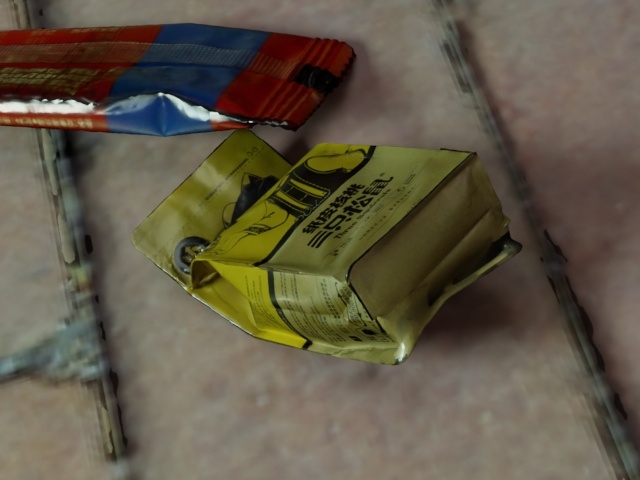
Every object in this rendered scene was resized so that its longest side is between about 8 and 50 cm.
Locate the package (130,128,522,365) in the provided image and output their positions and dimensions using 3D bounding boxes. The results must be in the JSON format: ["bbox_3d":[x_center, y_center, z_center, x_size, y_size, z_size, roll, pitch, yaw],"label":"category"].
[{"bbox_3d":[0.000,0.000,0.651,0.131,0.047,0.071,7,46,49],"label":"package"}]

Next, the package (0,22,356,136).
[{"bbox_3d":[-0.092,-0.065,0.733,0.200,0.022,0.083,4,30,17],"label":"package"}]
